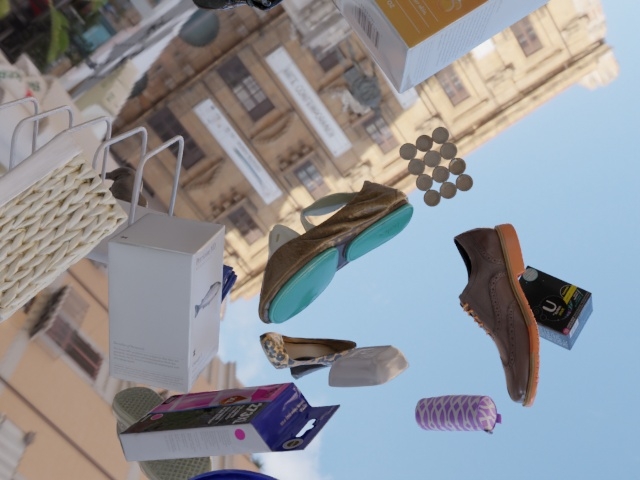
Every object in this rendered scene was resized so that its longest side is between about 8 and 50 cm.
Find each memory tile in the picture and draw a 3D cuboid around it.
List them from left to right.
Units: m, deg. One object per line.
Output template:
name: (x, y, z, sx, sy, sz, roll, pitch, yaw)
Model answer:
memory tile: (0.242, -0.153, 1.457, 0.113, 0.148, 0.012, -27, -179, 12)

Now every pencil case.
pencil case: (0.319, 0.406, 1.638, 0.206, 0.088, 0.086, -13, -118, 47)

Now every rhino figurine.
rhino figurine: (-0.439, -0.078, 1.561, 0.106, 0.073, 0.243, -20, -133, -5)

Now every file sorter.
file sorter: (-0.379, -0.103, 1.097, 0.193, 0.277, 0.173, -63, 168, -67)

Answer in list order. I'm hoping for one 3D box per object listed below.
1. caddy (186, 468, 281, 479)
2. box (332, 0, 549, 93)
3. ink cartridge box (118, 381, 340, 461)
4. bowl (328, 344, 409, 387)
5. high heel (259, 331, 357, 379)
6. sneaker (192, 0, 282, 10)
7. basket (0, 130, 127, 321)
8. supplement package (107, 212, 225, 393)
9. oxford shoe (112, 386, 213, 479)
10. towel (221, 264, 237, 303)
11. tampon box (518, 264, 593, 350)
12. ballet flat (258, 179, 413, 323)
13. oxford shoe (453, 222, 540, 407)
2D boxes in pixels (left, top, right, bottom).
caddy: (-0.139, 0.436, 0.838, 0.341, 0.241, 0.179, -45, -174, 8)
box: (0.215, -0.433, 1.114, 0.345, 0.215, 0.168, -33, 170, -5)
ink cartridge box: (-0.165, 0.327, 1.271, 0.371, 0.069, 0.176, -9, -171, 24)
bowl: (0.095, 0.252, 1.426, 0.142, 0.053, 0.142, -11, -178, 35)
high heel: (-0.029, 0.250, 1.703, 0.186, 0.261, 0.093, -25, -125, 10)
sneaker: (-0.129, -0.428, 1.163, 0.227, 0.087, 0.130, -3, -152, 19)
basket: (-0.283, -0.008, 0.673, 0.167, 0.103, 0.113, -46, -164, -28)
supplement package: (-0.183, 0.072, 0.835, 0.105, 0.179, 0.105, 10, -158, 10)
oxford shoe: (-0.383, 0.501, 1.690, 0.169, 0.130, 0.449, -8, -160, -34)
towel: (-0.380, 0.157, 1.835, 0.336, 0.040, 0.243, 8, -116, 42)
tampon box: (0.526, 0.155, 1.618, 0.161, 0.101, 0.120, 25, -107, 32)
ballet flat: (0.000, 0.000, 1.086, 0.124, 0.116, 0.342, 37, -124, 25)
oxford shoe: (0.340, 0.146, 1.367, 0.132, 0.130, 0.364, -6, -114, 2)
